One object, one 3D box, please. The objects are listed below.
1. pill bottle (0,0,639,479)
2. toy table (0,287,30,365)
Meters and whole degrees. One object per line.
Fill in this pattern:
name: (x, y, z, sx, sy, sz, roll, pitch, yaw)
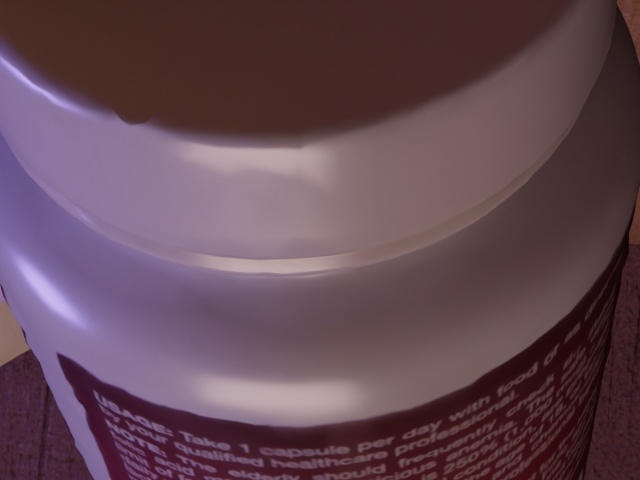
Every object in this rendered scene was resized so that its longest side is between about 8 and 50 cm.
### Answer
pill bottle: (0.000, 0.000, 0.599, 0.224, 0.224, 0.392, 4, 149, 6)
toy table: (-0.153, -0.019, 1.078, 0.274, 0.252, 0.161, -20, 143, 1)
